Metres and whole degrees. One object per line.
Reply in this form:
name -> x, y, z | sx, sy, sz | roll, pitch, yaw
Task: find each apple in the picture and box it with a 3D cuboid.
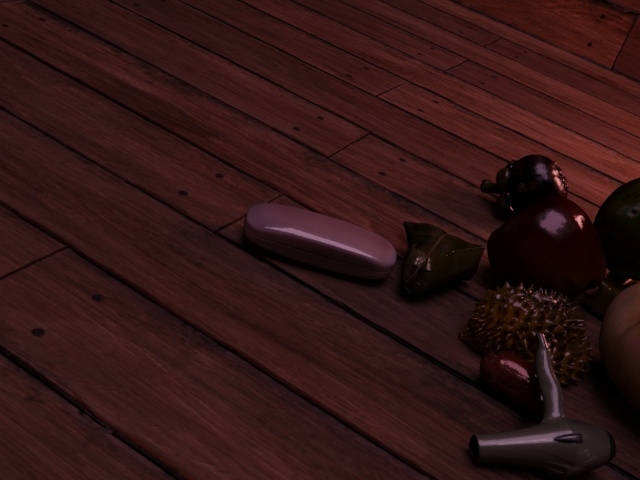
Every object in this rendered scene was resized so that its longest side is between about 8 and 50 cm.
apple -> 0.452, 0.021, 1.644 | 0.234, 0.234, 0.234 | 14, 31, -9

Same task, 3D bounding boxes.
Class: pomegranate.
pomegranate -> 0.672, -0.002, 1.647 | 0.231, 0.231, 0.286 | 11, 32, -13

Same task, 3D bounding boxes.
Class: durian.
durian -> 0.395, 0.159, 1.467 | 0.249, 0.138, 0.183 | 11, 22, -25

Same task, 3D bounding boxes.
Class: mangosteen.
mangosteen -> 0.498, -0.117, 1.956 | 0.172, 0.184, 0.172 | 59, 5, -8

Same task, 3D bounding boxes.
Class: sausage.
sausage -> 0.333, 0.235, 1.362 | 0.141, 0.076, 0.076 | 34, 33, 24

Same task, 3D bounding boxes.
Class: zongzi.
zongzi -> 0.182, 0.020, 1.604 | 0.205, 0.094, 0.204 | -15, 41, -43

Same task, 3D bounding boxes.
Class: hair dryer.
hair dryer -> 0.314, 0.268, 1.255 | 0.219, 0.088, 0.225 | -16, 64, -22

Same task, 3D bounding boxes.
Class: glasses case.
glasses case -> 0.000, 0.000, 1.549 | 0.297, 0.075, 0.113 | 17, 29, -5

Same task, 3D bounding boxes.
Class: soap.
soap -> 0.670, 0.119, 1.733 | 0.135, 0.076, 0.233 | 37, 34, 28

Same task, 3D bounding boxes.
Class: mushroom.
mushroom -> 0.684, 0.199, 1.420 | 0.353, 0.353, 0.325 | 16, 61, -5
